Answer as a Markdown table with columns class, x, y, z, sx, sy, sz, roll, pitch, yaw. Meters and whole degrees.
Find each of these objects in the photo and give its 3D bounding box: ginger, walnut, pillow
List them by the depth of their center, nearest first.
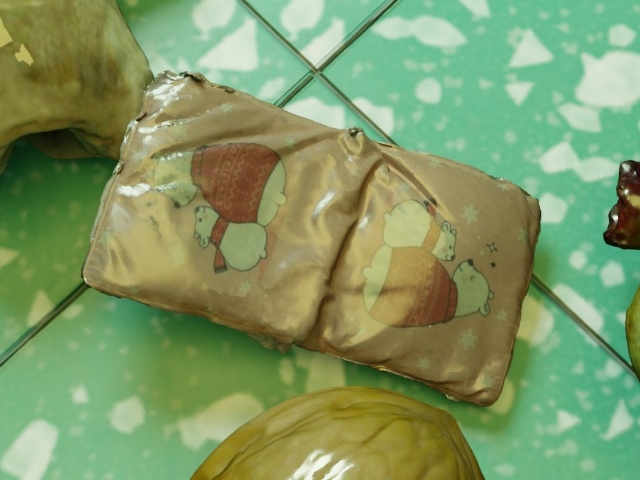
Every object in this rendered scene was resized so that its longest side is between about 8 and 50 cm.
| class | x | y | z | sx | sy | sz | roll | pitch | yaw |
| --- | --- | --- | --- | --- | --- | --- | --- | --- | --- |
| walnut | -0.001 | 0.166 | 0.681 | 0.167 | 0.167 | 0.207 | 38 | 84 | 6 |
| pillow | 0.000 | 0.000 | 0.773 | 0.248 | 0.049 | 0.135 | 17 | 82 | -14 |
| ginger | -0.171 | -0.162 | 0.782 | 0.221 | 0.130 | 0.276 | -30 | 86 | -23 |

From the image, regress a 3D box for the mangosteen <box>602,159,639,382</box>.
| class | x | y | z | sx | sy | sz | roll | pitch | yaw |
| --- | --- | --- | --- | --- | --- | --- | --- | --- | --- |
| mangosteen | 0.287 | 0.026 | 0.704 | 0.287 | 0.233 | 0.288 | 0 | 81 | -1 |
